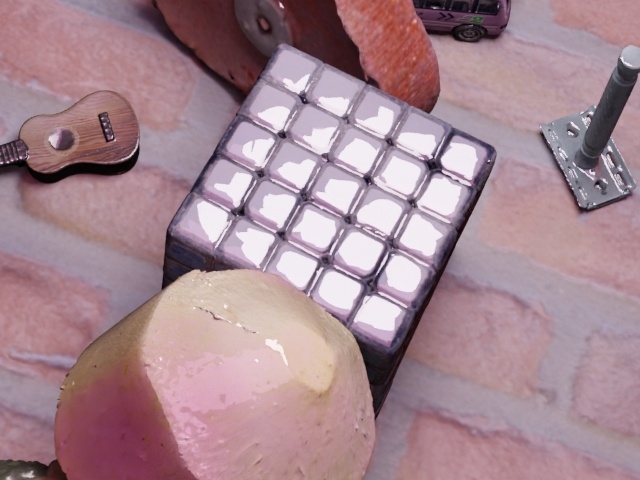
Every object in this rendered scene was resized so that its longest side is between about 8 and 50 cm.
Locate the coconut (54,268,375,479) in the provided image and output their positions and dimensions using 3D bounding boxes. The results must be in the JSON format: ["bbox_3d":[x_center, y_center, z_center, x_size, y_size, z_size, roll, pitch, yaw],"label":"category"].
[{"bbox_3d":[-0.075,0.140,1.473,0.233,0.245,0.233,23,54,-35],"label":"coconut"}]

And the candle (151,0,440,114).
[{"bbox_3d":[-0.017,-0.242,1.743,0.317,0.287,0.131,37,63,14],"label":"candle"}]

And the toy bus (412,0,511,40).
[{"bbox_3d":[0.106,-0.281,1.862,0.198,0.108,0.096,5,66,-4],"label":"toy bus"}]

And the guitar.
[{"bbox_3d":[-0.314,-0.082,1.768,0.271,0.038,0.084,-15,68,-15],"label":"guitar"}]

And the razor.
[{"bbox_3d":[0.281,-0.127,1.745,0.068,0.232,0.106,-21,69,-11],"label":"razor"}]

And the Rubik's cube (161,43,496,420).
[{"bbox_3d":[0.000,0.000,1.659,0.237,0.237,0.238,26,65,6],"label":"Rubik's cube"}]

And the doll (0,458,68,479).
[{"bbox_3d":[-0.314,0.325,1.492,0.247,0.247,0.349,42,55,12],"label":"doll"}]
